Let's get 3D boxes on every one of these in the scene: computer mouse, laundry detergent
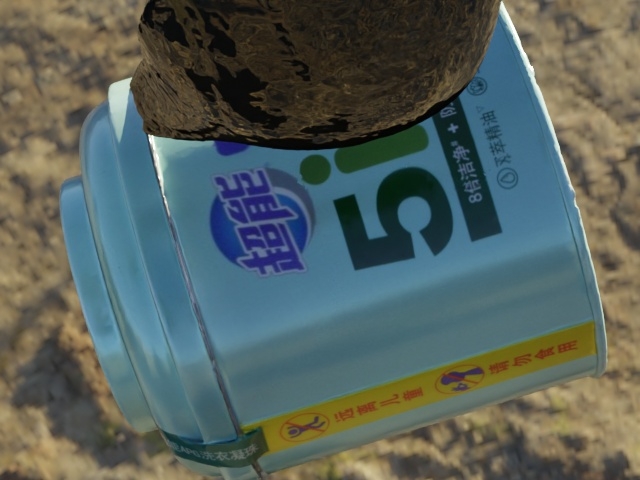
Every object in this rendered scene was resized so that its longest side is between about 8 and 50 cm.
[{"bbox_3d":[0.004,-0.078,0.654,0.147,0.088,0.264,-26,2,-9],"label":"computer mouse"},{"bbox_3d":[0.000,0.000,1.121,0.305,0.287,0.287,-17,44,0],"label":"laundry detergent"}]
